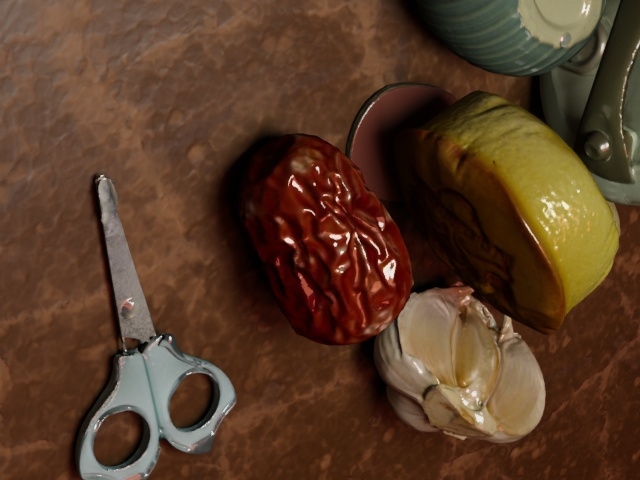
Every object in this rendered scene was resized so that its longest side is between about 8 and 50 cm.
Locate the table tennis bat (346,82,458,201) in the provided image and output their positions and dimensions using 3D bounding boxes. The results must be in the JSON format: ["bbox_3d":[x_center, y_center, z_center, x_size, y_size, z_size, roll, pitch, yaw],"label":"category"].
[{"bbox_3d":[0.130,-0.109,1.367,0.246,0.022,0.138,3,110,-37],"label":"table tennis bat"}]

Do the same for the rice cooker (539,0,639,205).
[{"bbox_3d":[0.445,-0.197,1.367,0.325,0.335,0.335,2,109,-38],"label":"rice cooker"}]

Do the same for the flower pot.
[{"bbox_3d":[0.199,-0.275,1.247,0.243,0.157,0.189,25,92,-44],"label":"flower pot"}]

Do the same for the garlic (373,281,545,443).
[{"bbox_3d":[0.158,0.162,1.439,0.229,0.143,0.178,30,49,-12],"label":"garlic"}]

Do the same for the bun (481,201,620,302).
[{"bbox_3d":[0.293,0.009,1.476,0.222,0.127,0.222,-19,122,-34],"label":"bun"}]

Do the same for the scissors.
[{"bbox_3d":[-0.186,0.095,1.204,0.191,0.029,0.360,-23,124,-27],"label":"scissors"}]

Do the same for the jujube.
[{"bbox_3d":[0.000,0.000,1.228,0.155,0.155,0.230,-41,121,-16],"label":"jujube"}]

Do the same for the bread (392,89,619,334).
[{"bbox_3d":[0.193,-0.031,1.272,0.148,0.270,0.270,-38,130,-13],"label":"bread"}]
